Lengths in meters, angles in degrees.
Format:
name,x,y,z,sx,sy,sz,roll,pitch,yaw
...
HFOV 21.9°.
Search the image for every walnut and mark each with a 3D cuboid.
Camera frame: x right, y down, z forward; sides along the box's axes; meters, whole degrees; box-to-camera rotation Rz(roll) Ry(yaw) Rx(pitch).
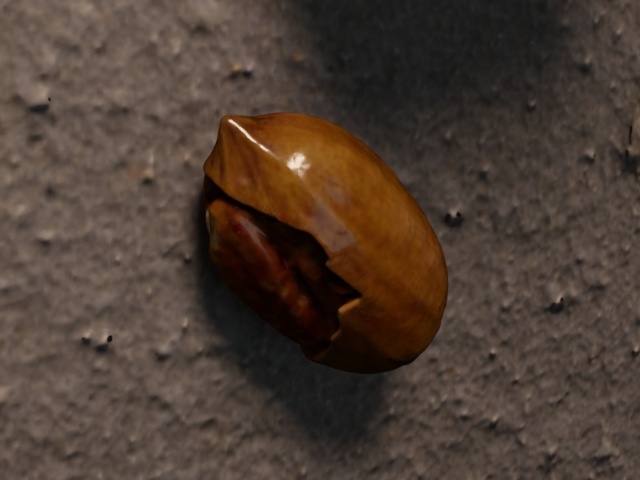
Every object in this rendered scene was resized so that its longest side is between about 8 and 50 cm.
name,x,y,z,sx,sy,sz,roll,pitch,yaw
walnut,0.000,0.000,0.943,0.116,0.115,0.207,-52,131,-16
